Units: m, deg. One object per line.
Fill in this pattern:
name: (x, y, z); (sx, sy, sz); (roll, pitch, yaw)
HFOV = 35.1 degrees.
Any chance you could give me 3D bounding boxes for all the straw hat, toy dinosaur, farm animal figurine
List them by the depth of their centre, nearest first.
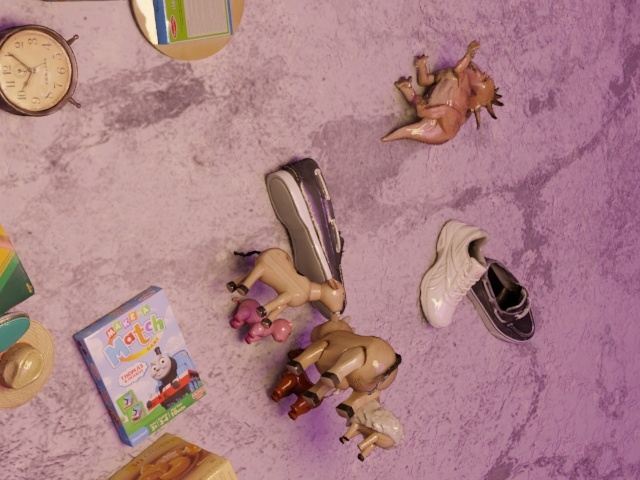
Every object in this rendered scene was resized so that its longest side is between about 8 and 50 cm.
straw hat: (-0.443, 0.186, 1.495); (0.144, 0.061, 0.144); (-8, 102, -41)
farm animal figurine: (0.011, 0.173, 1.732); (0.172, 0.327, 0.330); (-38, 134, -26)
toy dinosaur: (0.258, -0.266, 2.008); (0.295, 0.127, 0.200); (-52, 133, -16)

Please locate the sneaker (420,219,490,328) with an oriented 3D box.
sneaker: (0.282, 0.071, 2.077); (0.090, 0.115, 0.232); (19, 84, -41)

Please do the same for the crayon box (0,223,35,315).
crayon box: (-0.528, -0.005, 1.375); (0.165, 0.081, 0.278); (-37, 119, -34)

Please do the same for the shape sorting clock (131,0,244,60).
shape sorting clock: (-0.211, -0.393, 1.625); (0.206, 0.040, 0.206); (-12, 108, -40)

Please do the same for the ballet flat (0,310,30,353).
ballet flat: (-0.502, 0.152, 1.435); (0.188, 0.070, 0.070); (-41, 121, -28)

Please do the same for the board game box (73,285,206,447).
board game box: (-0.289, 0.204, 1.648); (0.160, 0.039, 0.211); (-34, 117, -32)

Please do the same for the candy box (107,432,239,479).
candy box: (-0.294, 0.446, 1.582); (0.316, 0.183, 0.087); (-37, 118, -31)

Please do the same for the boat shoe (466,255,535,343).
boat shoe: (0.408, 0.132, 2.205); (0.108, 0.102, 0.301); (-55, 127, -21)

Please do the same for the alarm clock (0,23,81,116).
alarm clock: (-0.433, -0.241, 1.438); (0.192, 0.064, 0.129); (-7, 101, -43)

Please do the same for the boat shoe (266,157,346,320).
boat shoe: (0.000, 0.000, 1.821); (0.091, 0.114, 0.302); (-30, 116, -28)
